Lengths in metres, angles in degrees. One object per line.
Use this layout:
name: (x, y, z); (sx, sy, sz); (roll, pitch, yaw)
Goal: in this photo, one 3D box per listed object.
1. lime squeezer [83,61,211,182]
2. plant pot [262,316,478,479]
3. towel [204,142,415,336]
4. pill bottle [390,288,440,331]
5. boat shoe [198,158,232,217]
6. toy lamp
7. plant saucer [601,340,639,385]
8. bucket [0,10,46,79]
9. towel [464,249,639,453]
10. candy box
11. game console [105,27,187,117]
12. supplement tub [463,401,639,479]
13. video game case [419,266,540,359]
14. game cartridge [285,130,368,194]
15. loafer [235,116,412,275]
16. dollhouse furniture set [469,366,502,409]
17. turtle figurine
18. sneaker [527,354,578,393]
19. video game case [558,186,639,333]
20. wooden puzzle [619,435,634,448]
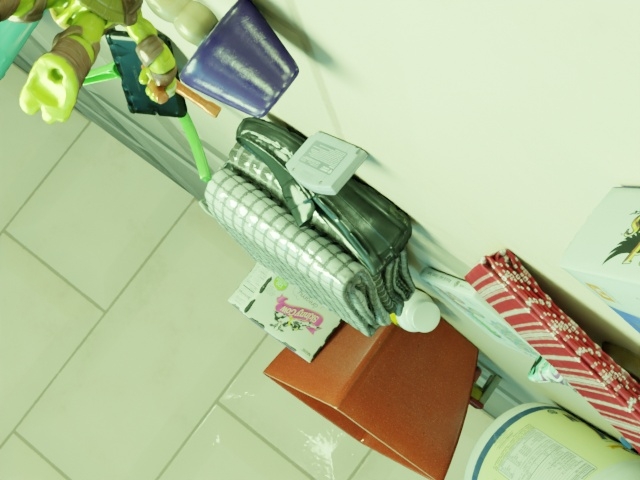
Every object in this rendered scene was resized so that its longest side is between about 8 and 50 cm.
lime squeezer: (-0.223, -0.181, 1.189); (0.310, 0.110, 0.059); (29, 154, 27)
plant pot: (0.111, 0.225, 1.666); (0.267, 0.235, 0.267); (40, 165, -27)
towel: (0.000, 0.000, 1.238); (0.235, 0.121, 0.283); (34, 172, 20)
pill bottle: (0.137, 0.104, 1.486); (0.065, 0.065, 0.116); (40, 174, -22)
boat shoe: (-0.120, -0.066, 1.484); (0.113, 0.105, 0.306); (38, 174, -7)
toy lamp: (-0.133, -0.191, 0.684); (0.275, 0.080, 0.080); (40, 174, -8)
plant saucer: (0.297, 0.125, 0.906); (0.083, 0.015, 0.083); (37, 174, 4)
bucket: (-0.548, -0.353, 1.402); (0.281, 0.183, 0.281); (36, 174, 4)
towel: (0.249, 0.116, 0.916); (0.275, 0.031, 0.199); (45, 177, 8)
candy box: (-0.027, 0.076, 1.593); (0.165, 0.196, 0.070); (40, 174, -32)
game console: (-0.204, -0.210, 1.107); (0.107, 0.071, 0.122); (7, 144, 11)
supplement tub: (0.401, 0.411, 1.474); (0.235, 0.235, 0.325); (41, 174, -31)
video game case: (0.208, 0.094, 1.187); (0.157, 0.019, 0.143); (40, 174, -20)
game cartridge: (0.003, -0.072, 0.909); (0.083, 0.056, 0.017); (31, 164, 52)
loafer: (-0.006, -0.050, 1.031); (0.223, 0.078, 0.076); (37, 174, 4)
dollhouse furniture set: (0.152, 0.223, 1.913); (0.374, 0.152, 0.201); (37, 175, 6)
turtle figurine: (-0.178, -0.177, 0.758); (0.269, 0.087, 0.217); (53, -149, -20)
sneaker: (0.282, 0.157, 1.098); (0.069, 0.038, 0.098); (33, 163, -1)
video game case: (0.275, 0.081, 0.443); (0.269, 0.061, 0.244); (38, 175, -14)
wooden puzzle: (0.456, 0.294, 1.323); (0.116, 0.014, 0.078); (31, 167, 49)
